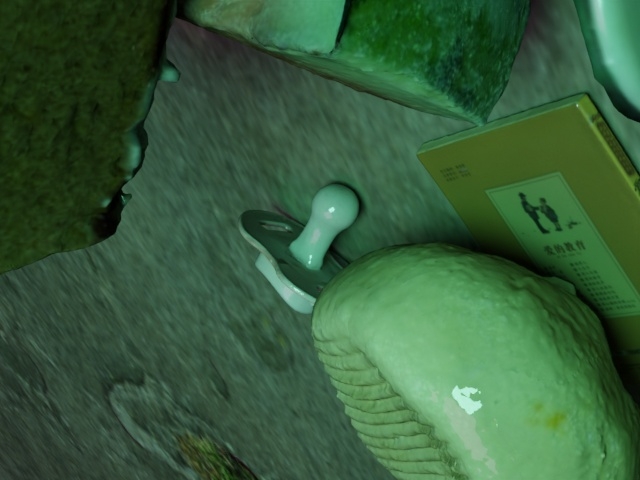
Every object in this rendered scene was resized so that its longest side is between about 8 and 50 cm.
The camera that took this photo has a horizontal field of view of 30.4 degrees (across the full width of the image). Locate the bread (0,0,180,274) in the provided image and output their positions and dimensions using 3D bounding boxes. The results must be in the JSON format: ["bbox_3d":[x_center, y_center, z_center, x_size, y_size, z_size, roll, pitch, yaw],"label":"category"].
[{"bbox_3d":[-0.100,-0.199,0.389,0.165,0.113,0.416,37,120,35],"label":"bread"}]

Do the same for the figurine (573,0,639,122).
[{"bbox_3d":[0.237,-0.079,0.226,0.340,0.231,0.323,8,134,48],"label":"figurine"}]

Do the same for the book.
[{"bbox_3d":[0.135,0.008,0.613,0.118,0.012,0.172,-14,117,52],"label":"book"}]

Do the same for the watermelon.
[{"bbox_3d":[-0.040,-0.163,0.490,0.257,0.192,0.140,11,178,37],"label":"watermelon"}]

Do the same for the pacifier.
[{"bbox_3d":[0.000,0.000,0.710,0.099,0.081,0.078,46,118,35],"label":"pacifier"}]

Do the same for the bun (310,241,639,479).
[{"bbox_3d":[0.095,0.084,0.629,0.222,0.127,0.222,49,169,14],"label":"bun"}]
